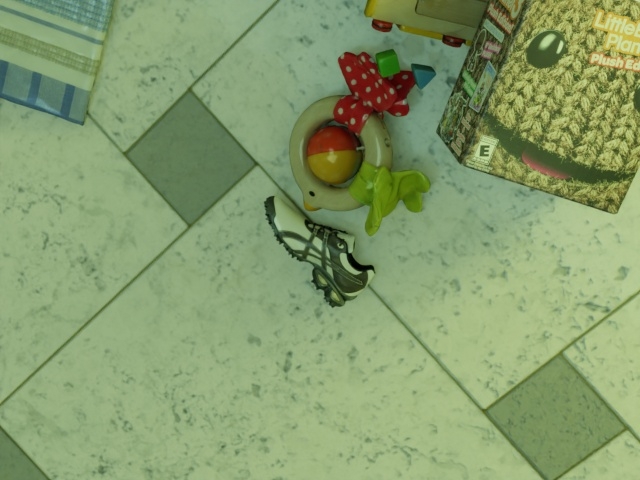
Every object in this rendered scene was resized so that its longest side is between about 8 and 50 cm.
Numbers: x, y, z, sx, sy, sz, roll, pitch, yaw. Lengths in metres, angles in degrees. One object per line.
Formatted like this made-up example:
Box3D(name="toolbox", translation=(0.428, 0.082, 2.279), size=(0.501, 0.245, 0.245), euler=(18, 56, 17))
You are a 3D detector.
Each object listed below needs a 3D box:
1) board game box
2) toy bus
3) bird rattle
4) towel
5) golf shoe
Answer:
Box3D(name="board game box", translation=(0.318, -0.215, 1.514), size=(0.232, 0.141, 0.291), euler=(15, 109, -14))
Box3D(name="toy bus", translation=(0.129, -0.326, 1.563), size=(0.191, 0.104, 0.202), euler=(-30, 117, 5))
Box3D(name="bird rattle", translation=(0.040, -0.133, 1.655), size=(0.207, 0.143, 0.253), euler=(-10, 100, 33))
Box3D(name="towel", translation=(-0.412, -0.334, 1.754), size=(0.209, 0.034, 0.285), euler=(19, 110, 6))
Box3D(name="golf shoe", translation=(0.000, 0.000, 1.727), size=(0.094, 0.077, 0.198), euler=(-36, 105, 16))
